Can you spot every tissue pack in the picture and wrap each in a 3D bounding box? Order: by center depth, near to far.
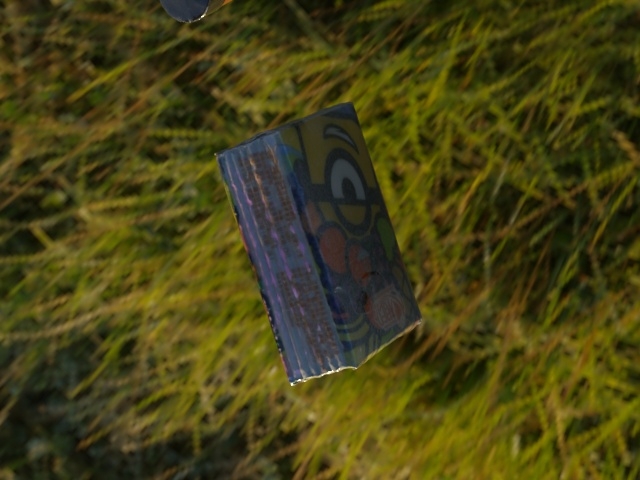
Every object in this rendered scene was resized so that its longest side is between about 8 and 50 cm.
[{"bbox_3d":[0.000,0.000,1.118,0.060,0.108,0.148,-15,96,29],"label":"tissue pack"}]

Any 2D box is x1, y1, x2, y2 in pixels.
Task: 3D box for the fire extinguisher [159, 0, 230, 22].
[{"bbox_3d":[-0.049,-0.201,1.338,0.050,0.177,0.062,-6,109,35],"label":"fire extinguisher"}]
